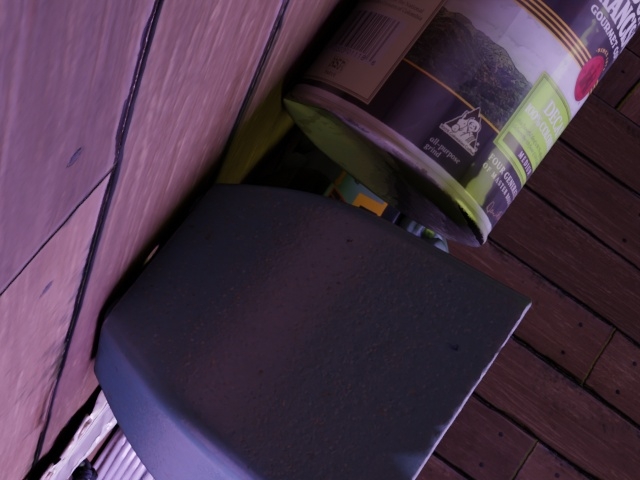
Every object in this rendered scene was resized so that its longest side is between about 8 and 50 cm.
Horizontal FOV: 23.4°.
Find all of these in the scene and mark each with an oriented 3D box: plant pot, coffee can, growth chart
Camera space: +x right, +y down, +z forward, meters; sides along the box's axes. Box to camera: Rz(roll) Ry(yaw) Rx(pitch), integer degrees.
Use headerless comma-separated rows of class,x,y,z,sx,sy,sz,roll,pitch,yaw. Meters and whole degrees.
plant pot,-0.033,0.100,1.195,0.248,0.252,0.247,-53,176,-22
coffee can,0.129,-0.163,1.254,0.275,0.201,0.201,-53,177,-7
growth chart,-0.223,0.186,1.434,0.237,0.021,0.172,-53,176,-24

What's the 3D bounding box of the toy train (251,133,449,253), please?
toy train,0.031,-0.024,1.471,0.142,0.190,0.334,-10,-147,40

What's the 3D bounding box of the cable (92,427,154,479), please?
cable,-0.196,0.243,1.876,0.257,0.089,0.257,-53,176,-40

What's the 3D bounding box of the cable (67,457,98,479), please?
cable,-0.286,0.300,1.552,0.184,0.047,0.150,-61,-174,-22
